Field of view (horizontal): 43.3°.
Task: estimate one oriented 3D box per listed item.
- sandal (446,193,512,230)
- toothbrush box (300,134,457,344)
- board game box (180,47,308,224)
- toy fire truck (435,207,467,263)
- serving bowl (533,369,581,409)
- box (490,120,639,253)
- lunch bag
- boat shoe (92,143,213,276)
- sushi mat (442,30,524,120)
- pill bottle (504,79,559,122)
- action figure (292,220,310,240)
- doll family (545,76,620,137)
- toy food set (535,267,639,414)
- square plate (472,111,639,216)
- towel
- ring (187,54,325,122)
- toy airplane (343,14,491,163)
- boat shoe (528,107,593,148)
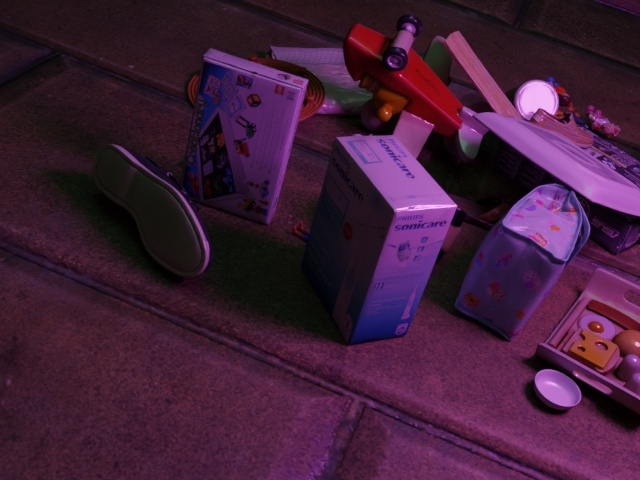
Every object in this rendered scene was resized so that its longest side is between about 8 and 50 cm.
[{"bbox_3d":[0.374,-0.070,1.791,0.219,0.060,0.090,18,36,3],"label":"sandal"},{"bbox_3d":[0.089,-0.003,1.391,0.126,0.295,0.216,-5,42,-28],"label":"toothbrush box"},{"bbox_3d":[-0.152,-0.191,1.536,0.193,0.305,0.053,19,34,2],"label":"board game box"},{"bbox_3d":[0.154,-0.090,1.644,0.217,0.158,0.246,29,1,-34],"label":"toy fire truck"},{"bbox_3d":[0.405,0.262,1.391,0.083,0.027,0.083,11,37,-8],"label":"serving bowl"},{"bbox_3d":[0.671,-0.149,1.983,0.318,0.097,0.395,-17,47,-39],"label":"box"},{"bbox_3d":[0.390,0.026,1.533,0.160,0.223,0.262,32,37,11],"label":"lunch bag"},{"bbox_3d":[-0.283,-0.056,1.470,0.340,0.127,0.113,38,18,30],"label":"boat shoe"},{"bbox_3d":[0.404,-0.367,1.940,0.316,0.019,0.151,53,33,-3],"label":"sushi mat"},{"bbox_3d":[0.534,-0.348,2.113,0.118,0.117,0.208,13,0,-5],"label":"pill bottle"},{"bbox_3d":[0.000,0.000,1.581,0.115,0.030,0.038,32,34,17],"label":"action figure"},{"bbox_3d":[0.706,-0.333,2.251,0.263,0.118,0.163,26,26,-17],"label":"doll family"},{"bbox_3d":[0.556,0.176,1.491,0.220,0.092,0.306,29,40,24],"label":"toy food set"},{"bbox_3d":[0.543,-0.169,1.747,0.347,0.049,0.344,8,29,-46],"label":"square plate"},{"bbox_3d":[0.049,-0.427,2.144,0.332,0.053,0.317,-4,41,-24],"label":"towel"},{"bbox_3d":[-0.154,-0.372,1.961,0.337,0.032,0.336,3,41,-2],"label":"ring"},{"bbox_3d":[0.221,-0.324,1.939,0.386,0.272,0.384,-10,82,-44],"label":"toy airplane"},{"bbox_3d":[0.600,-0.278,1.973,0.190,0.072,0.068,11,30,-25],"label":"boat shoe"}]
